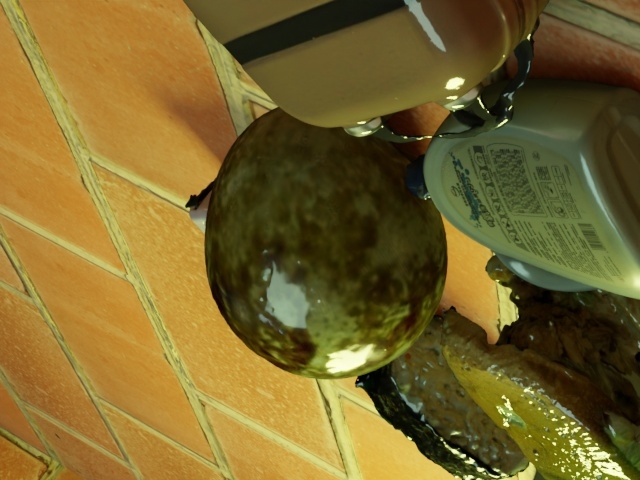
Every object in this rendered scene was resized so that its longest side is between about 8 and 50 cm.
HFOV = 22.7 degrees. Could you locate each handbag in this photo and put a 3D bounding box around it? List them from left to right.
[{"bbox_3d":[0.049,-0.186,1.227,0.283,0.149,0.302,49,153,-19],"label":"handbag"}]

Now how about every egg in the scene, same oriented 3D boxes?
[{"bbox_3d":[0.000,0.000,1.552,0.238,0.238,0.289,16,142,41],"label":"egg"}]

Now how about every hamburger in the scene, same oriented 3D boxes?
[{"bbox_3d":[0.268,0.131,1.502,0.288,0.167,0.192,47,157,-21],"label":"hamburger"}]

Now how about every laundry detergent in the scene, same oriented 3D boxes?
[{"bbox_3d":[0.184,-0.038,1.375,0.280,0.105,0.215,0,131,53],"label":"laundry detergent"}]

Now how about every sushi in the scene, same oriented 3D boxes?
[{"bbox_3d":[0.147,0.188,1.843,0.225,0.124,0.127,42,157,-12],"label":"sushi"}]

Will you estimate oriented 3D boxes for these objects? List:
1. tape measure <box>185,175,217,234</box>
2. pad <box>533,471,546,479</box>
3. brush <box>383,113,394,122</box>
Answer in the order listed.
[{"bbox_3d":[-0.044,0.008,1.801,0.196,0.105,0.178,46,155,-18],"label":"tape measure"},{"bbox_3d":[0.351,0.316,1.940,0.315,0.063,0.375,39,165,15],"label":"pad"},{"bbox_3d":[0.077,-0.176,1.394,0.090,0.017,0.314,37,157,-7],"label":"brush"}]
